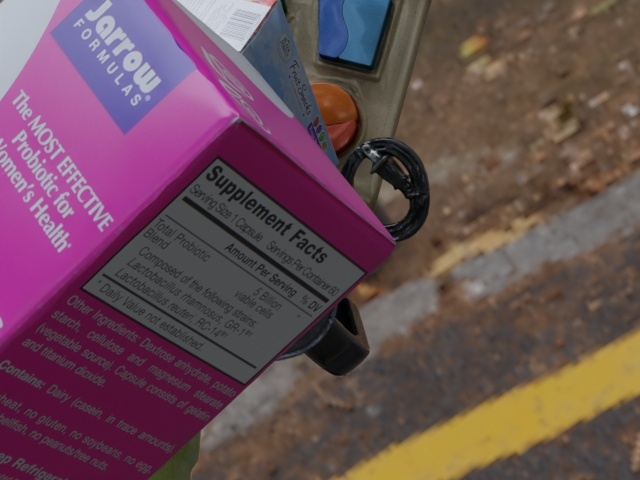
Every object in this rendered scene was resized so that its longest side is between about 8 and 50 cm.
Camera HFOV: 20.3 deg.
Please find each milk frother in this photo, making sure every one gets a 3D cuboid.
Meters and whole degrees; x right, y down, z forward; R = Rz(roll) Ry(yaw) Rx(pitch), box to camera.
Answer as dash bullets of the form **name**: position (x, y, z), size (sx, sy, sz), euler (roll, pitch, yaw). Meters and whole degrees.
- **milk frother**: position (0.000, 0.000, 1.160), size (0.143, 0.129, 0.135), euler (-60, 12, 16)

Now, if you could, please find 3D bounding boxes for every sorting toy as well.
- **sorting toy**: position (-0.077, -0.160, 1.494), size (0.041, 0.307, 0.229), euler (10, -85, -80)

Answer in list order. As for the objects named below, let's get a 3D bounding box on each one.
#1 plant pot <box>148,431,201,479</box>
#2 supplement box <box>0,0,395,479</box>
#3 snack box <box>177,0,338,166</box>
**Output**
- **plant pot**: position (-0.210, 0.253, 1.391), size (0.276, 0.276, 0.254), euler (-18, 67, 32)
- **supplement box**: position (-0.102, 0.022, 0.600), size (0.220, 0.114, 0.111), euler (-43, 54, 5)
- **snack box**: position (-0.107, -0.112, 1.290), size (0.207, 0.174, 0.070), euler (15, 58, 27)
